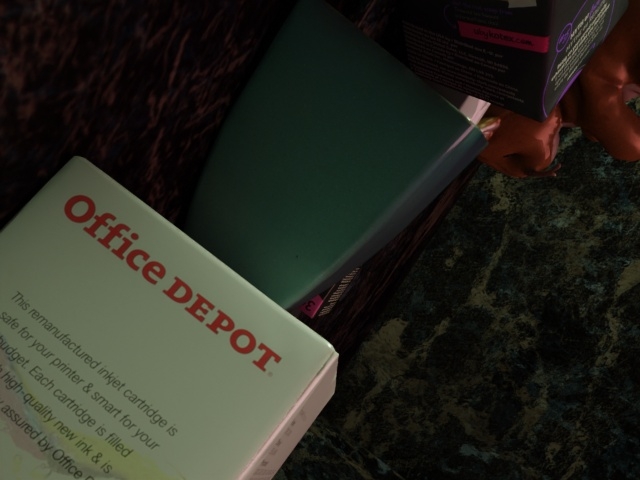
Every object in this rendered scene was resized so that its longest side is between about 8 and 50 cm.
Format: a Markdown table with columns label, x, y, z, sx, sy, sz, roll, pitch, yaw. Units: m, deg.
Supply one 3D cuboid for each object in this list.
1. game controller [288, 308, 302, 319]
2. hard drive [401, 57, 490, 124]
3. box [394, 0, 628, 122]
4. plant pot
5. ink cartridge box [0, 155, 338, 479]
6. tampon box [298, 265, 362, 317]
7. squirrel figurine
| label | x | y | z | sx | sy | sz | roll | pitch | yaw |
| --- | --- | --- | --- | --- | --- | --- | --- | --- | --- |
| game controller | 0.000 | 0.000 | 0.948 | 0.319 | 0.067 | 0.166 | -57 | -178 | 14 |
| hard drive | 0.160 | -0.219 | 0.733 | 0.307 | 0.040 | 0.203 | -58 | -156 | 16 |
| box | 0.148 | -0.249 | 0.475 | 0.165 | 0.143 | 0.270 | -51 | 151 | -17 |
| plant pot | 0.001 | -0.053 | 0.560 | 0.234 | 0.165 | 0.166 | -50 | 169 | 14 |
| ink cartridge box | -0.144 | 0.133 | 0.406 | 0.270 | 0.198 | 0.197 | -51 | 166 | -15 |
| tampon box | -0.001 | -0.012 | 0.730 | 0.161 | 0.120 | 0.101 | -56 | 168 | 4 |
| squirrel figurine | 0.355 | -0.285 | 0.963 | 0.370 | 0.397 | 0.281 | -26 | -150 | 25 |
